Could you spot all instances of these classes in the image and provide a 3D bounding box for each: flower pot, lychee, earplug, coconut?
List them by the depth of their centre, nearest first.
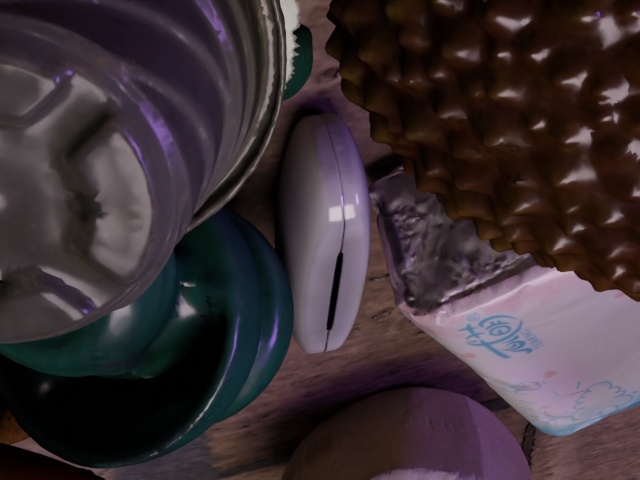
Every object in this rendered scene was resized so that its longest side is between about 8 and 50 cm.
[{"bbox_3d":[-0.124,-0.053,0.602,0.235,0.141,0.235,0,125,-1],"label":"flower pot"},{"bbox_3d":[0.133,-0.098,0.640,0.267,0.267,0.267,-13,151,-7],"label":"lychee"},{"bbox_3d":[-0.090,-0.002,0.816,0.257,0.164,0.280,-61,155,2],"label":"earplug"},{"bbox_3d":[0.071,0.235,1.210,0.241,0.241,0.241,-13,151,-7],"label":"coconut"}]

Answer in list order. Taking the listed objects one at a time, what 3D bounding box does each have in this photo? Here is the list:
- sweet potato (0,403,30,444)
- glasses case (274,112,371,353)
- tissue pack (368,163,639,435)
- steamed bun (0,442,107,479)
[{"bbox_3d":[-0.167,0.097,1.018,0.044,0.044,0.179,16,137,-45],"label":"sweet potato"},{"bbox_3d":[0.000,0.000,0.903,0.049,0.074,0.193,-9,150,-8],"label":"glasses case"},{"bbox_3d":[0.172,0.014,0.973,0.201,0.124,0.271,-29,148,14],"label":"tissue pack"},{"bbox_3d":[-0.285,0.221,0.878,0.248,0.235,0.379,5,173,-29],"label":"steamed bun"}]
